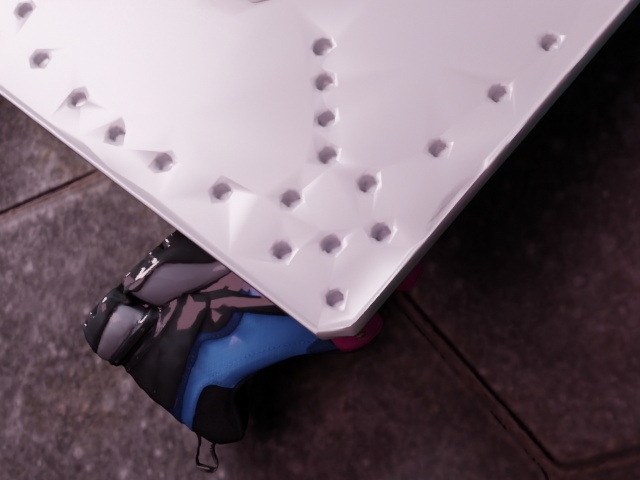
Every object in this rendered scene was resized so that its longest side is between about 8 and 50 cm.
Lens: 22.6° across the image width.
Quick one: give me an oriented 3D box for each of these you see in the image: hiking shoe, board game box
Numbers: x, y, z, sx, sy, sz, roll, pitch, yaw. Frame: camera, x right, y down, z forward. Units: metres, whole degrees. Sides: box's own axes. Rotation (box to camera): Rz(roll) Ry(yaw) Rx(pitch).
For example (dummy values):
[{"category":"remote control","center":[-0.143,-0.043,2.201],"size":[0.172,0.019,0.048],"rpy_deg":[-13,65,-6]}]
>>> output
[{"category":"hiking shoe","center":[0.000,0.000,0.986],"size":[0.304,0.113,0.132],"rpy_deg":[-42,94,15]},{"category":"board game box","center":[0.005,-0.179,0.932],"size":[0.390,0.050,0.390],"rpy_deg":[36,80,31]}]
